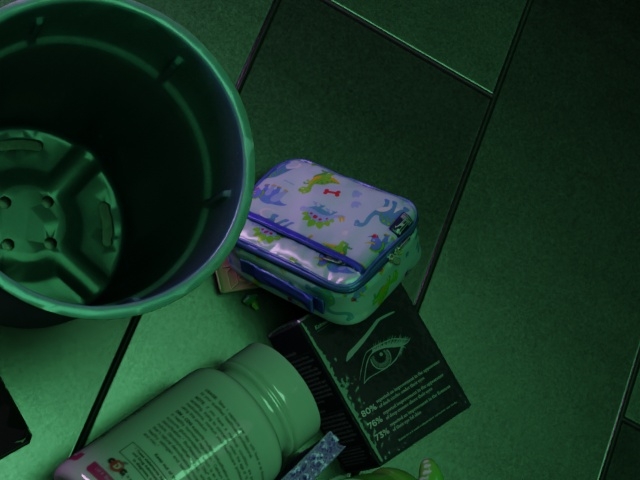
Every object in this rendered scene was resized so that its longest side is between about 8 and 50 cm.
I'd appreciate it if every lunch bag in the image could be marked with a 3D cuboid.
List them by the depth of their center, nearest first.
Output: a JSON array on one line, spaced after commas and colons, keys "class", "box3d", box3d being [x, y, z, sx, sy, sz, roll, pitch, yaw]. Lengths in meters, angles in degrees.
[{"class": "lunch bag", "box3d": [0.000, 0.000, 1.853, 0.219, 0.090, 0.176, 26, 54, 29]}]

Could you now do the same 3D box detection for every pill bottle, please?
[{"class": "pill bottle", "box3d": [-0.147, 0.247, 1.754, 0.283, 0.160, 0.160, -35, 92, -26]}]

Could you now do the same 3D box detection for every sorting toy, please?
[{"class": "sorting toy", "box3d": [-0.102, 0.048, 1.904, 0.062, 0.012, 0.083, -7, 77, -29]}]

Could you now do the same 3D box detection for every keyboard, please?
[{"class": "keyboard", "box3d": [-0.414, 0.174, 1.734, 0.108, 0.023, 0.180, -28, 89, -33]}]

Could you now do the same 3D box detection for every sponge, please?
[{"class": "sponge", "box3d": [-0.065, 0.313, 1.796, 0.031, 0.117, 0.210, 47, 64, 1]}]

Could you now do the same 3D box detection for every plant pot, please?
[{"class": "plant pot", "box3d": [-0.287, -0.055, 1.671, 0.341, 0.334, 0.341, 5, 76, -22]}]

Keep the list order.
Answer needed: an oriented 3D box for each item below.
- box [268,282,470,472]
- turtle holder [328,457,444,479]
[{"class": "box", "box3d": [0.060, 0.160, 1.893, 0.153, 0.108, 0.207, -29, 89, -26]}, {"class": "turtle holder", "box3d": [0.060, 0.421, 1.744, 0.227, 0.243, 0.320, -9, 66, -23]}]
